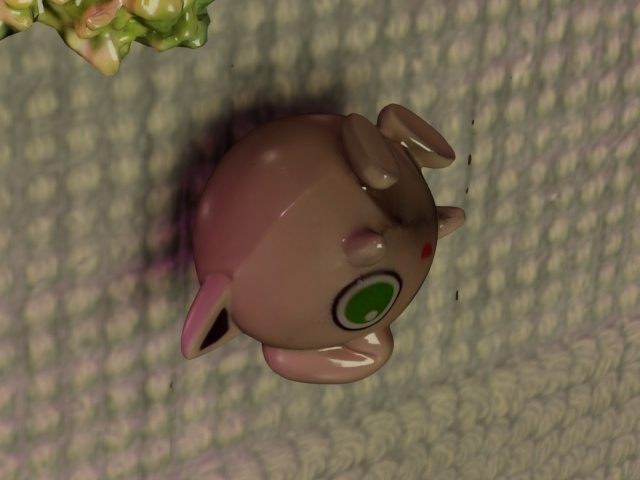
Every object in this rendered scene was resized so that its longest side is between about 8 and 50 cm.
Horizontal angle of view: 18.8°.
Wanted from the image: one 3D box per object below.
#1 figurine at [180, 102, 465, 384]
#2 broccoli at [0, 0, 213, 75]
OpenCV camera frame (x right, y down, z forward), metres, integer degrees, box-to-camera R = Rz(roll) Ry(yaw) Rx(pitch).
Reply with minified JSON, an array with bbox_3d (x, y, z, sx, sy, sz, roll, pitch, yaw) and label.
[{"bbox_3d":[0.000,0.000,0.924,0.125,0.125,0.138,17,118,-43],"label":"figurine"},{"bbox_3d":[-0.137,-0.160,0.650,0.243,0.247,0.263,-28,92,-17],"label":"broccoli"}]
